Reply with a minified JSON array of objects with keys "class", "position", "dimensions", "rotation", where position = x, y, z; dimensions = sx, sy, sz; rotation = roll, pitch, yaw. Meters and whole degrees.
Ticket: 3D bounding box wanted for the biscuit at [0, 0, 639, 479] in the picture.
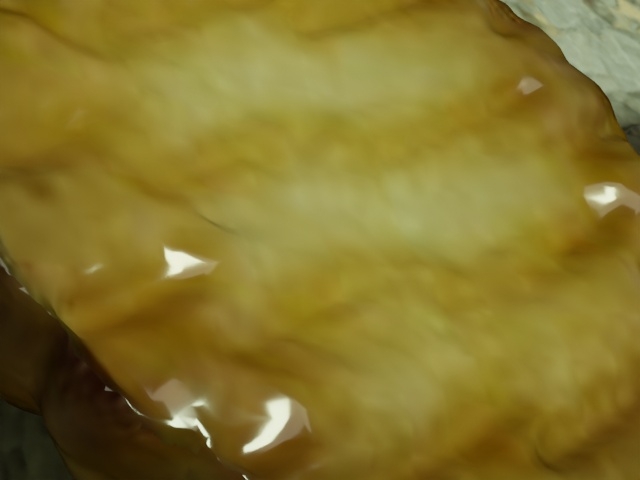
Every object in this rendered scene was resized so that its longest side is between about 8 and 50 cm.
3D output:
[{"class":"biscuit","position":[0.000,0.000,0.596],"dimensions":[0.326,0.107,0.326],"rotation":[22,43,-22]}]
